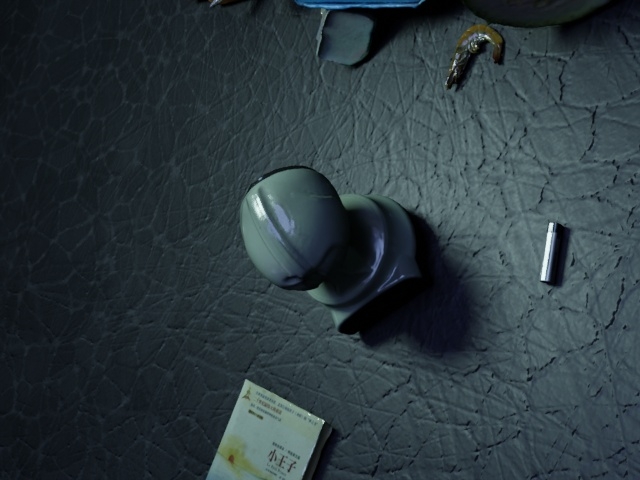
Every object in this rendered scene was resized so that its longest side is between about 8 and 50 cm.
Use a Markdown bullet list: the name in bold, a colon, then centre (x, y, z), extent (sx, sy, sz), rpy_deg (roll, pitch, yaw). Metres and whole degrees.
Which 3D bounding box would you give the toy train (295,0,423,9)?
- **toy train**: centre (0.054, -0.490, 1.792), extent (0.300, 0.265, 0.188), rpy_deg (4, 56, 20)

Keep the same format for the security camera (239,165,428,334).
- **security camera**: centre (0.000, 0.000, 1.705), extent (0.197, 0.277, 0.191), rpy_deg (-37, 55, 27)

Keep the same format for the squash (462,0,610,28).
- **squash**: centre (0.290, -0.527, 1.648), extent (0.263, 0.263, 0.384), rpy_deg (-22, 61, 34)

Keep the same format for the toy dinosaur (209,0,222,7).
- **toy dinosaur**: centre (-0.092, -0.533, 2.088), extent (0.162, 0.077, 0.294), rpy_deg (26, 76, 27)

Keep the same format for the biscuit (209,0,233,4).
- **biscuit**: centre (-0.188, -0.551, 2.223), extent (0.284, 0.043, 0.306), rpy_deg (-47, 53, 15)

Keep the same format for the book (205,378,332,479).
- **book**: centre (-0.103, 0.384, 1.832), extent (0.201, 0.026, 0.289), rpy_deg (20, 89, 45)

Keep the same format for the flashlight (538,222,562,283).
- **flashlight**: centre (0.315, 0.017, 1.601), extent (0.018, 0.018, 0.083), rpy_deg (2, 77, 41)

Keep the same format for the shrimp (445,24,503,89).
- **shrimp**: centre (0.232, -0.273, 1.774), extent (0.083, 0.023, 0.114), rpy_deg (31, 92, 40)

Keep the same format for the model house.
- **model house**: centre (0.041, -0.358, 1.938), extent (0.100, 0.087, 0.101), rpy_deg (-89, 13, -49)
